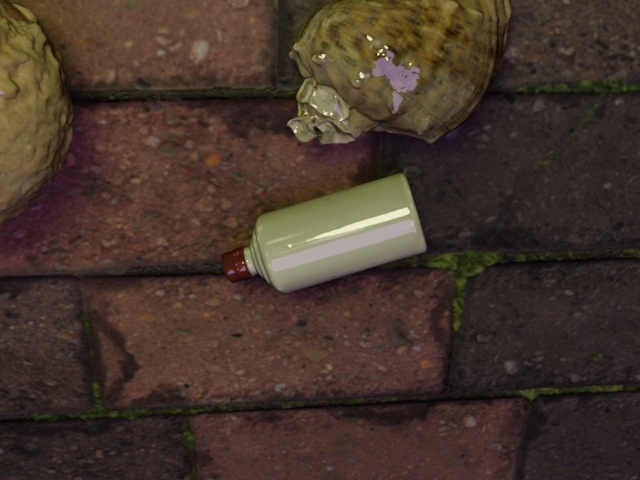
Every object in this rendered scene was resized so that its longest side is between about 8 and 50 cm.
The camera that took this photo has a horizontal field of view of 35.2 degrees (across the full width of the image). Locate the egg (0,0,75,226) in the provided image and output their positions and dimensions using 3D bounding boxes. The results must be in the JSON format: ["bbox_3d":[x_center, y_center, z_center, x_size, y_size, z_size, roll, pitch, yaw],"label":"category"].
[{"bbox_3d":[-0.380,-0.122,0.995,0.279,0.279,0.310,28,135,-24],"label":"egg"}]

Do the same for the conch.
[{"bbox_3d":[0.099,-0.186,1.065,0.291,0.159,0.210,-34,121,15],"label":"conch"}]

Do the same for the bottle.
[{"bbox_3d":[0.000,0.000,1.222,0.245,0.104,0.104,-17,126,5],"label":"bottle"}]
